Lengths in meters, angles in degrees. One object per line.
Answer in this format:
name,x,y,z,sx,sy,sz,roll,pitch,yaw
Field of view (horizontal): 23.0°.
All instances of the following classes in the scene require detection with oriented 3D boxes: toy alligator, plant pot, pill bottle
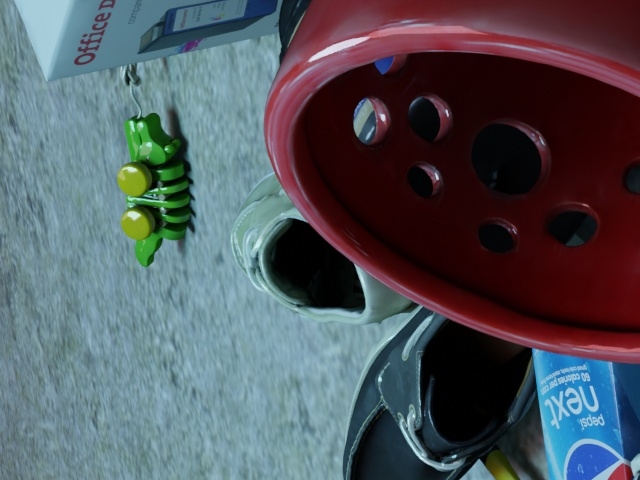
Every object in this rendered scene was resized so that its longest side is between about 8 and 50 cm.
toy alligator,-0.135,-0.064,1.310,0.051,0.056,0.190,7,114,19
plant pot,0.095,-0.074,0.551,0.174,0.191,0.191,-69,8,-29
pill bottle,0.048,-0.075,0.797,0.219,0.123,0.123,-119,26,-58

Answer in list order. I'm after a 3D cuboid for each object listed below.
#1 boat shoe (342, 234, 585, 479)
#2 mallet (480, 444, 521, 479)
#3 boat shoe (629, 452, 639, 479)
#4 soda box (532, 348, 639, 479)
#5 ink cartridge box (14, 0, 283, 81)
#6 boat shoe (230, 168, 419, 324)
boat shoe,0.065,0.085,0.849,0.084,0.079,0.233,29,132,-2
mallet,0.103,0.141,0.920,0.190,0.039,0.062,-133,44,-54
boat shoe,0.164,0.110,0.619,0.127,0.158,0.340,31,129,58
soda box,0.155,0.116,0.746,0.067,0.071,0.210,10,111,64
ink cartridge box,-0.061,-0.181,0.888,0.093,0.212,0.154,68,154,17
boat shoe,0.000,0.000,0.992,0.302,0.094,0.109,-1,101,65
